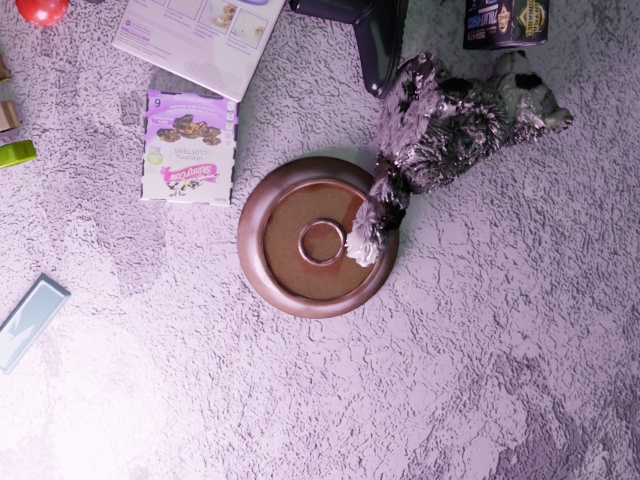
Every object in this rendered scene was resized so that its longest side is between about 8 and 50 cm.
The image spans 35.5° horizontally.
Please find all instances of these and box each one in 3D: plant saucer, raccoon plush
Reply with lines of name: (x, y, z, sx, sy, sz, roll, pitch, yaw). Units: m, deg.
plant saucer: (0.000, 0.000, 1.862, 0.310, 0.050, 0.311, -1, 100, -8)
raccoon plush: (0.247, -0.145, 1.825, 0.299, 0.216, 0.446, 16, 116, -25)
plant saucer: (-0.538, 0.155, 1.822, 0.067, 0.018, 0.192, 38, 91, -12)

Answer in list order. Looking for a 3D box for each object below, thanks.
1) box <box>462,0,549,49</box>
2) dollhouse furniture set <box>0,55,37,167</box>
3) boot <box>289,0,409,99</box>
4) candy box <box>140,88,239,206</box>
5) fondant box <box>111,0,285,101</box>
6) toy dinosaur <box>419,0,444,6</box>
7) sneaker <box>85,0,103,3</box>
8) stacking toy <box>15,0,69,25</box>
box: (0.318, -0.477, 1.708, 0.073, 0.295, 0.293, 0, 98, -6)
dollhouse furniture set: (-0.626, -0.250, 1.673, 0.151, 0.197, 0.302, -16, 97, 14)
boot: (0.044, -0.389, 1.781, 0.207, 0.094, 0.247, 9, 90, -13)
candy box: (-0.234, -0.165, 1.789, 0.164, 0.070, 0.196, 4, 98, -9)
fondant box: (-0.174, -0.432, 1.679, 0.238, 0.096, 0.330, 25, 104, -4)
toy dinosaur: (0.199, -0.467, 1.833, 0.082, 0.047, 0.090, 42, 58, -3)
sneaker: (-0.435, -0.524, 1.686, 0.130, 0.109, 0.286, -40, 82, 40)
stacking toy: (-0.565, -0.483, 1.670, 0.330, 0.141, 0.141, 43, 91, -17)
